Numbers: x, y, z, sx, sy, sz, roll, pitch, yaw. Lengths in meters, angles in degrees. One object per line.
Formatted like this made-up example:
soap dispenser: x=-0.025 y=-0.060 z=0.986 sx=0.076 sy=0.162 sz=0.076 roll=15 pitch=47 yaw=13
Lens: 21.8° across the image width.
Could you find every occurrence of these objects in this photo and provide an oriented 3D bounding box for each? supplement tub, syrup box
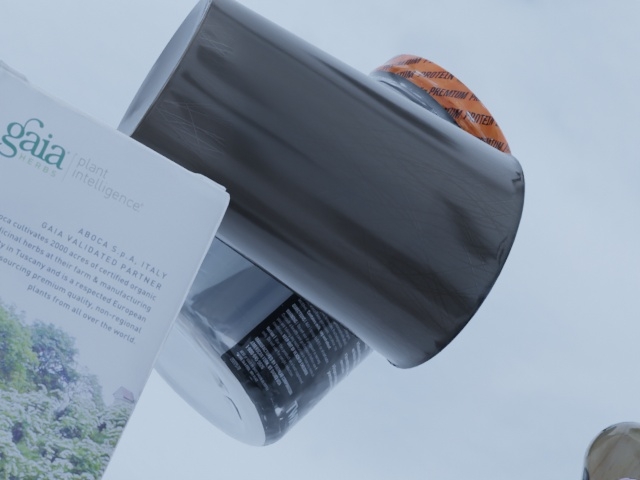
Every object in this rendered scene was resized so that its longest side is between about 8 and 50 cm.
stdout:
supplement tub: x=0.000 y=0.000 z=1.356 sx=0.193 sy=0.193 sz=0.316 roll=40 pitch=68 yaw=19
syrup box: x=-0.129 y=0.068 z=0.563 sx=0.093 sy=0.096 sz=0.237 roll=29 pitch=69 yaw=-17

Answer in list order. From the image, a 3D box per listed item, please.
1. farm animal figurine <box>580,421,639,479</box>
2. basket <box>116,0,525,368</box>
farm animal figurine: x=0.099 y=0.265 z=1.017 sx=0.172 sy=0.327 sz=0.330 roll=29 pitch=37 yaw=33
basket: x=-0.008 y=-0.045 z=1.055 sx=0.227 sy=0.204 sz=0.154 roll=31 pitch=104 yaw=-14
